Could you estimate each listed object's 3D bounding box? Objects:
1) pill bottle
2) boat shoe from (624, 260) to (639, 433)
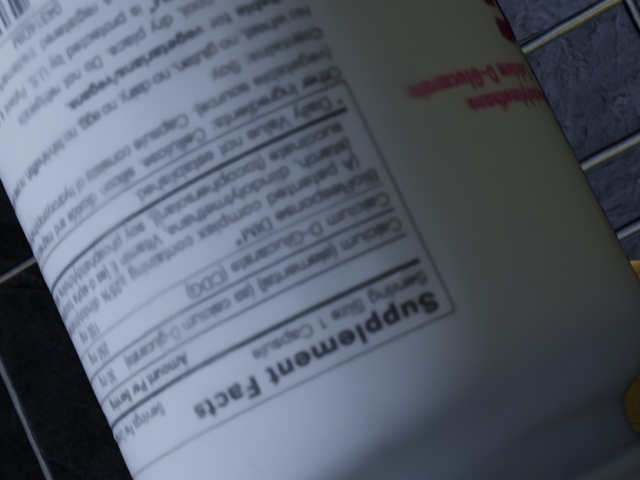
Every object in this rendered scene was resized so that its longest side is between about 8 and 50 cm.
[{"bbox_3d":[0.000,0.000,0.480,0.160,0.283,0.160,-25,-8,-4],"label":"pill bottle"},{"bbox_3d":[0.161,0.058,0.653,0.285,0.103,0.092,-15,-17,-35],"label":"boat shoe"}]
